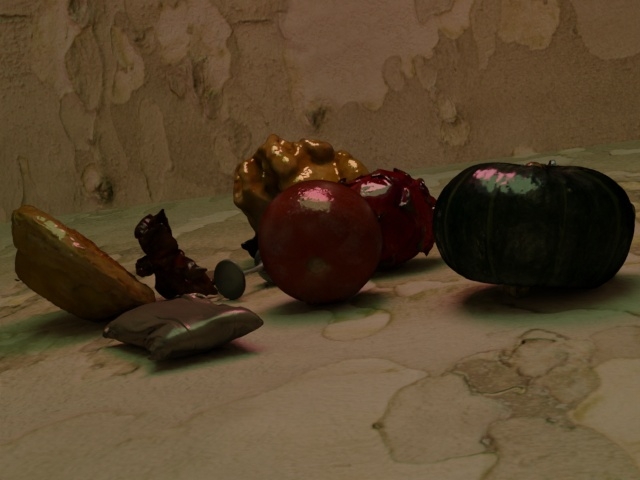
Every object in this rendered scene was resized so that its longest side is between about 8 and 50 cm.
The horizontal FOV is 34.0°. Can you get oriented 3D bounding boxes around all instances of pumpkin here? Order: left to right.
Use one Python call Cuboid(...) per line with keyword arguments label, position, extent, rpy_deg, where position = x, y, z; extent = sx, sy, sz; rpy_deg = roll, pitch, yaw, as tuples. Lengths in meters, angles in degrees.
Cuboid(label="pumpkin", position=(0.320, -0.016, 1.582), extent=(0.300, 0.207, 0.300), rpy_deg=(3, 0, 0))

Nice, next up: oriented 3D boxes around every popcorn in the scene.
Cuboid(label="popcorn", position=(-0.027, -0.093, 2.197), extent=(0.315, 0.281, 0.297), rpy_deg=(11, -29, 3))

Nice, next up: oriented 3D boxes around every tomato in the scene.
Cuboid(label="tomato", position=(0.000, 0.000, 1.737), extent=(0.208, 0.208, 0.184), rpy_deg=(-7, 28, 8))

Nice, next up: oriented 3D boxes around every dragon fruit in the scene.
Cuboid(label="dragon fruit", position=(0.101, -0.037, 1.959), extent=(0.274, 0.192, 0.193), rpy_deg=(-9, -8, -1))

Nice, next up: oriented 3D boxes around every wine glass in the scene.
Cuboid(label="wine glass", position=(-0.109, 0.050, 1.951), extent=(0.079, 0.079, 0.195), rpy_deg=(-2, 12, 37))

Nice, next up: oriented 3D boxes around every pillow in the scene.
Cuboid(label="pillow", position=(-0.213, 0.129, 1.569), extent=(0.173, 0.067, 0.270), rpy_deg=(-17, 11, -24))

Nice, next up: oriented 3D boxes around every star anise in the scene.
Cuboid(label="star anise", position=(-0.287, 0.036, 1.925), extent=(0.111, 0.212, 0.196), rpy_deg=(-38, 39, -8))

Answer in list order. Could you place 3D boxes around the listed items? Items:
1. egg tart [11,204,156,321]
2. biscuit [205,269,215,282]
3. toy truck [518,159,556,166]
Cuboid(label="egg tart", position=(-0.438, 0.060, 1.866), extent=(0.319, 0.128, 0.319), rpy_deg=(34, -6, 4))
Cuboid(label="biscuit", position=(-0.236, 0.076, 2.111), extent=(0.120, 0.015, 0.120), rpy_deg=(-9, 8, 1))
Cuboid(label="toy truck", position=(0.486, -0.117, 2.379), extent=(0.085, 0.116, 0.191), rpy_deg=(-8, -1, 0))
